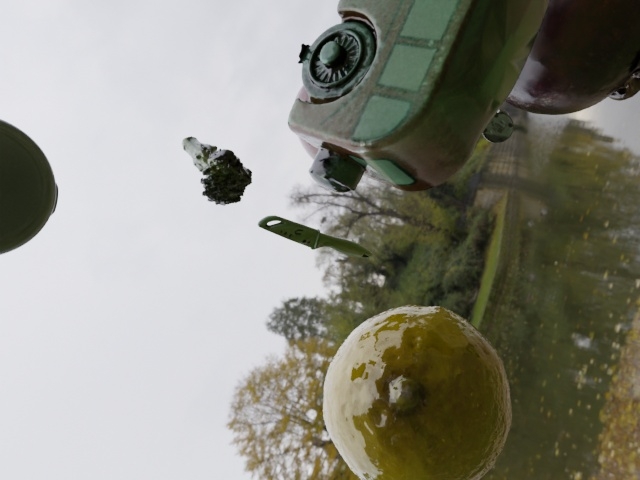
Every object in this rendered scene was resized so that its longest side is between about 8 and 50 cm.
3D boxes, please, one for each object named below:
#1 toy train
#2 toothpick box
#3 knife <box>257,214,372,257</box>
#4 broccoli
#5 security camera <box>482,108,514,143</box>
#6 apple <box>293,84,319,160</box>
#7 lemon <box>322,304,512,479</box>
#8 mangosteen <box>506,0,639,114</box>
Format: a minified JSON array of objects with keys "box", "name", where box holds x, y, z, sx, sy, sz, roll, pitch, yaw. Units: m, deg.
[{"box":[0.094,-0.186,0.437,0.129,0.159,0.326,25,-91,-53],"name":"toy train"},{"box":[-0.657,-0.068,0.928,0.263,0.354,0.263,3,-94,-42],"name":"toothpick box"},{"box":[0.001,0.001,0.949,0.293,0.020,0.043,19,-62,-44],"name":"knife"},{"box":[-0.320,-0.220,1.461,0.145,0.304,0.165,-44,-40,-1],"name":"broccoli"},{"box":[0.322,-0.213,0.935,0.092,0.058,0.058,-57,-22,-68],"name":"security camera"},{"box":[0.084,-0.331,1.414,0.269,0.344,0.345,80,-150,-53],"name":"apple"},{"box":[0.164,0.281,0.903,0.364,0.364,0.364,16,-90,-74],"name":"lemon"},{"box":[0.388,-0.323,0.779,0.293,0.297,0.297,41,-123,-27],"name":"mangosteen"}]
